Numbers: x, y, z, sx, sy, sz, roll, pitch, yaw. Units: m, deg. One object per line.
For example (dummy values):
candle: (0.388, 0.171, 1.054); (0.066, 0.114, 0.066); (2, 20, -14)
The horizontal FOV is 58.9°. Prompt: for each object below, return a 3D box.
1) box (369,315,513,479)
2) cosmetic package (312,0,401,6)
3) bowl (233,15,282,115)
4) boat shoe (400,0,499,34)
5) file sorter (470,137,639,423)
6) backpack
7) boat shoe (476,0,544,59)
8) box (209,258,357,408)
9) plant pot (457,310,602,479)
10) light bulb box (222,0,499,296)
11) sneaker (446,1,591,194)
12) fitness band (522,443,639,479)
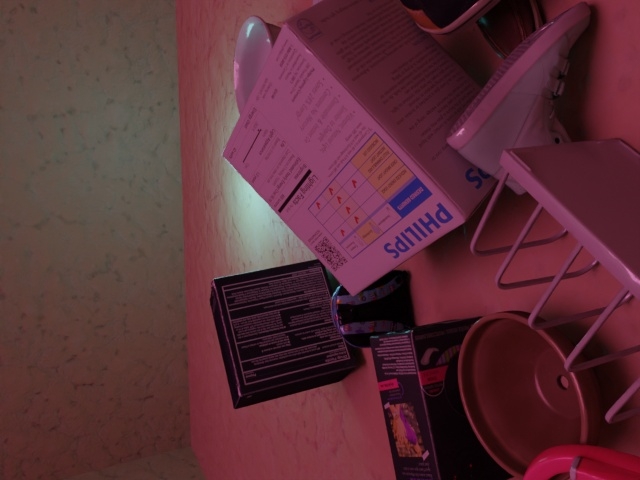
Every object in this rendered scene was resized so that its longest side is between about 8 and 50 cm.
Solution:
box: (0.209, 0.280, 0.980); (0.143, 0.165, 0.271); (-26, 73, 62)
cosmetic package: (0.084, -0.404, 1.121); (0.224, 0.138, 0.224); (38, 128, 54)
bowl: (-0.126, -0.446, 1.536); (0.298, 0.134, 0.298); (19, 112, 61)
boat shoe: (0.256, -0.457, 0.652); (0.500, 0.155, 0.187); (-40, 50, 38)
file sorter: (0.334, 0.034, 0.655); (0.173, 0.192, 0.278); (105, 147, -41)
backpack: (0.095, 0.145, 1.172); (0.117, 0.173, 0.158); (-17, 81, 63)
boat shoe: (0.242, -0.371, 0.856); (0.095, 0.095, 0.258); (-54, 48, 53)
box: (-0.104, 0.235, 1.433); (0.183, 0.296, 0.294); (114, 142, -60)
plant pot: (0.316, 0.213, 0.815); (0.237, 0.109, 0.238); (25, 119, 60)
light bulb box: (0.070, -0.151, 0.943); (0.361, 0.225, 0.358); (47, 147, 1)
sneaker: (0.301, -0.181, 0.758); (0.256, 0.151, 0.094); (-50, 6, -1)
fitness band: (0.375, 0.351, 0.657); (0.290, 0.054, 0.209); (10, 119, 38)
